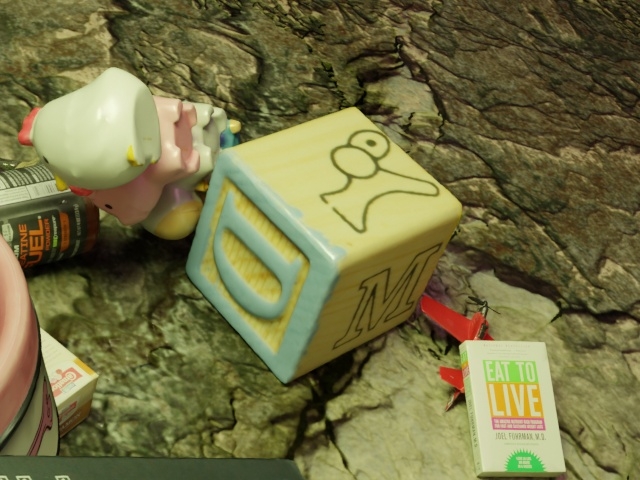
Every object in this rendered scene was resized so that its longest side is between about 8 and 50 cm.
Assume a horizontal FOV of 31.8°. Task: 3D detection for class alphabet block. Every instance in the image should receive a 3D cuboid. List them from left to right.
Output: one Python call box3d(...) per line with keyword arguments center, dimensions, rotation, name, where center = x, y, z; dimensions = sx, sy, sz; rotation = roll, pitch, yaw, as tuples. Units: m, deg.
box3d(center=(0.000, 0.000, 1.208), dimensions=(0.197, 0.193, 0.192), rotation=(-22, 59, -39), name="alphabet block")

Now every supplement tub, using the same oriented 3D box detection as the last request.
box3d(center=(-0.334, -0.016, 1.147), dimensions=(0.198, 0.106, 0.106), rotation=(-16, 53, -34), name="supplement tub")

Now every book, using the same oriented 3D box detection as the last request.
box3d(center=(0.202, 0.180, 1.199), dimensions=(0.096, 0.035, 0.144), rotation=(4, 63, -19), name="book")

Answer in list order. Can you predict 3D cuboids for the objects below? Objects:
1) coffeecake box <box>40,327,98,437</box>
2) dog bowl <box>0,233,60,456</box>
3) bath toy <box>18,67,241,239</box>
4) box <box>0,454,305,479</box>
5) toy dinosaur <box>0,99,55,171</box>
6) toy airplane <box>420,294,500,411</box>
box3d(center=(-0.322, 0.125, 1.027), dimensions=(0.185, 0.068, 0.142), rotation=(36, 42, 16), name="coffeecake box")
box3d(center=(-0.389, 0.090, 0.813), dimensions=(0.408, 0.150, 0.408), rotation=(11, 38, -9), name="dog bowl")
box3d(center=(-0.184, -0.080, 1.134), dimensions=(0.129, 0.151, 0.348), rotation=(-2, -4, 13), name="bath toy")
box3d(center=(-0.111, 0.308, 0.689), dimensions=(0.293, 0.212, 0.395), rotation=(51, 18, 30), name="box")
box3d(center=(-0.317, -0.087, 1.267), dimensions=(0.268, 0.064, 0.118), rotation=(-19, 62, -34), name="toy dinosaur")
box3d(center=(0.165, 0.123, 1.246), dimensions=(0.151, 0.028, 0.151), rotation=(15, 60, -28), name="toy airplane")
